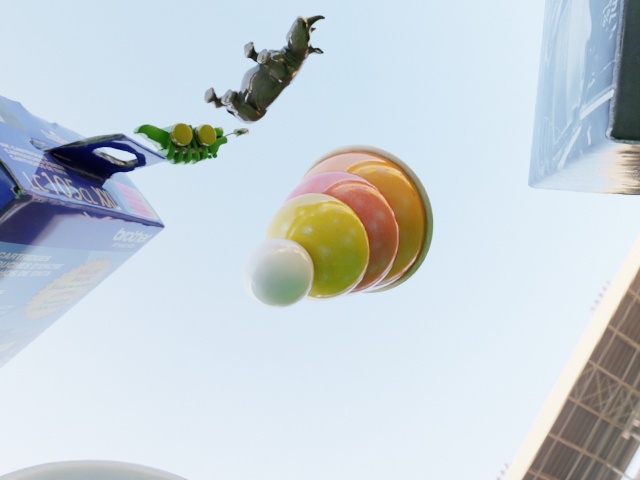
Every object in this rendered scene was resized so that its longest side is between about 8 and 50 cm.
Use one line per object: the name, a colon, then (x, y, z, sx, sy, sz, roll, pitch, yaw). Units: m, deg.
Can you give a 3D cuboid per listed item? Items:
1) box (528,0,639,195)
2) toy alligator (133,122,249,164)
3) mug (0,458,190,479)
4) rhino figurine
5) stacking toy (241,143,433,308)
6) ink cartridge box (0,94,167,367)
box: (0.468, -0.312, 0.586, 0.471, 0.297, 0.481, -3, -82, -76)
toy alligator: (-0.166, -0.131, 0.644, 0.189, 0.056, 0.052, -14, -79, -51)
mug: (-0.119, 0.205, 0.141, 0.327, 0.374, 0.277, 16, -80, 1)
rhino figurine: (-0.083, -0.299, 0.810, 0.243, 0.073, 0.106, -41, -27, 17)
stacking toy: (0.000, 0.000, 0.915, 0.480, 0.350, 0.351, -27, -55, -59)
ink cartridge box: (-0.347, 0.007, 0.470, 0.395, 0.270, 0.151, -42, -95, 1)
